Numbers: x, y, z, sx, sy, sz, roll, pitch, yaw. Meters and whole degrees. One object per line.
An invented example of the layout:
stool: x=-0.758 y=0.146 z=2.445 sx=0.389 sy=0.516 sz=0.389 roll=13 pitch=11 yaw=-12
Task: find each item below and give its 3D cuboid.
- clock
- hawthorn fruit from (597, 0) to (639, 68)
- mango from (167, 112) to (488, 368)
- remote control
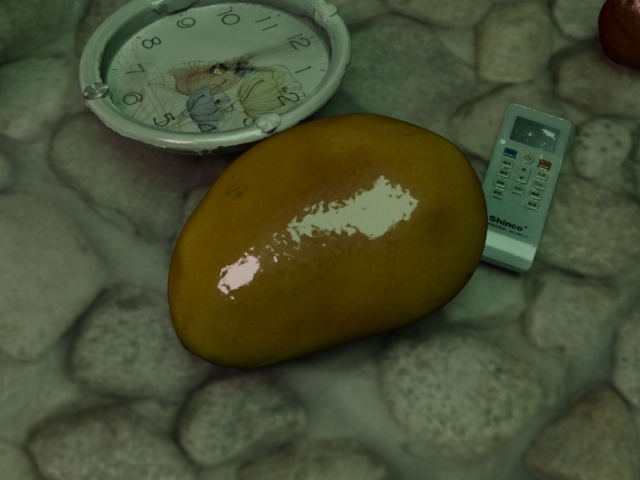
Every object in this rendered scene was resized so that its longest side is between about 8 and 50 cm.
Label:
clock: x=-0.090 y=-0.148 z=0.870 sx=0.237 sy=0.053 sz=0.236 roll=-1 pitch=47 yaw=2
hawthorn fruit: x=0.298 y=-0.206 z=0.914 sx=0.081 sy=0.093 sz=0.081 roll=2 pitch=63 yaw=-3
mango: x=0.001 y=-0.007 z=0.766 sx=0.255 sy=0.139 sz=0.175 roll=-16 pitch=62 yaw=-5
remote control: x=0.170 y=-0.047 z=0.859 sx=0.061 sy=0.029 sz=0.162 roll=21 pitch=58 yaw=5
